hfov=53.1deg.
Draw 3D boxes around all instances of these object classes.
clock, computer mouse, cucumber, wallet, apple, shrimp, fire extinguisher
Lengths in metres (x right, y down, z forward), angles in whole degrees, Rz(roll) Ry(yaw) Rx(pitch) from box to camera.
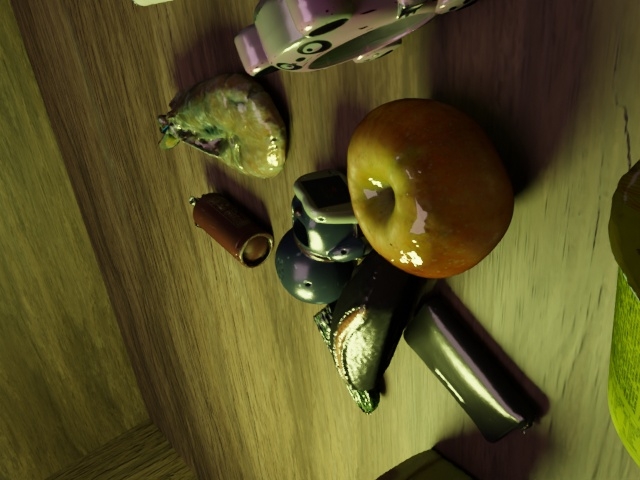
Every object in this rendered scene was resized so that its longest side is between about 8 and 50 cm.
[{"bbox_3d":[0.039,-0.265,0.743,0.227,0.248,0.090,-12,101,60],"label":"clock"},{"bbox_3d":[0.081,0.118,1.053,0.116,0.183,0.323,20,135,12],"label":"computer mouse"},{"bbox_3d":[0.061,0.231,1.289,0.077,0.077,0.265,-16,102,60],"label":"cucumber"},{"bbox_3d":[0.000,0.000,1.127,0.199,0.146,0.243,54,146,37],"label":"clock"},{"bbox_3d":[0.232,0.215,1.034,0.250,0.044,0.149,52,152,18],"label":"wallet"},{"bbox_3d":[0.142,-0.071,0.823,0.210,0.173,0.235,-12,94,64],"label":"apple"},{"bbox_3d":[-0.211,-0.230,1.326,0.446,0.110,0.221,11,131,50],"label":"shrimp"},{"bbox_3d":[-0.219,-0.039,1.490,0.269,0.105,0.105,36,141,38],"label":"fire extinguisher"}]

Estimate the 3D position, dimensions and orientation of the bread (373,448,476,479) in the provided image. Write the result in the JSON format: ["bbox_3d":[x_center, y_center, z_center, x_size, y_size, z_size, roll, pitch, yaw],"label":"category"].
[{"bbox_3d":[0.137,0.524,1.136,0.187,0.338,0.155,25,127,47],"label":"bread"}]

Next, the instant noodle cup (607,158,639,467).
[{"bbox_3d":[0.368,0.078,0.492,0.311,0.311,0.221,38,152,37],"label":"instant noodle cup"}]

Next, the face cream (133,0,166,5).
[{"bbox_3d":[-0.306,-0.519,1.281,0.244,0.058,0.092,10,116,48],"label":"face cream"}]
